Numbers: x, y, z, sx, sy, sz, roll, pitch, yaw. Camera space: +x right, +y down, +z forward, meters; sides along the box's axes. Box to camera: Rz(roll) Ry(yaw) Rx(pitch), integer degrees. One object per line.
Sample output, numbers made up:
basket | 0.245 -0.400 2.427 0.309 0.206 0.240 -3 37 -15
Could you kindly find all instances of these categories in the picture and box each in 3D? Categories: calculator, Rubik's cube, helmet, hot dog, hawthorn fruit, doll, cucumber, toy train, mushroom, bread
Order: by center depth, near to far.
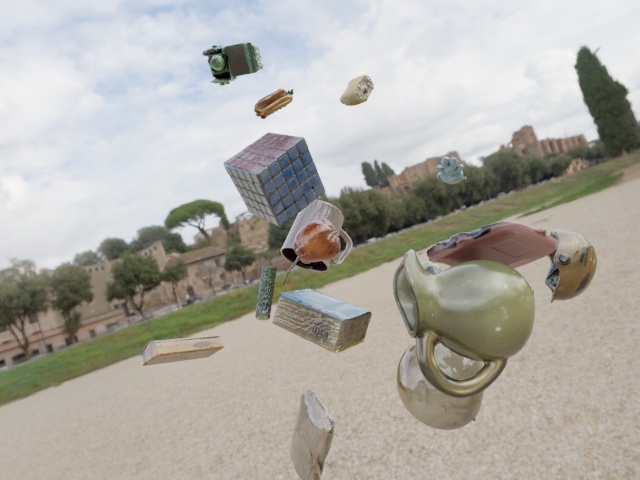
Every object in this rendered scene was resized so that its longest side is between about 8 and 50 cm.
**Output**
calculator | 0.441 0.027 1.192 0.219 0.048 0.329 21 -25 -20
helmet | 0.741 0.074 1.358 0.129 0.225 0.198 -2 -26 21
mushroom | 0.400 0.444 1.472 0.292 0.293 0.290 -21 -22 32
cucumber | -0.190 0.185 1.609 0.058 0.187 0.058 6 -17 2
Rubik's cube | -0.163 -0.226 1.659 0.237 0.237 0.238 -39 37 -22
hawthorn fruit | -0.053 0.045 1.677 0.285 0.165 0.165 -43 -13 22
hot dog | -0.172 -0.509 1.703 0.188 0.072 0.055 -39 -19 -31
bread | 0.145 -0.573 1.773 0.106 0.082 0.125 -9 48 54
doll | 0.518 -0.291 1.821 0.119 0.075 0.180 12 -24 24
doll | 0.424 0.184 1.964 0.234 0.135 0.143 -36 -20 5
toy train | -0.374 -0.773 2.000 0.237 0.167 0.299 -8 23 5

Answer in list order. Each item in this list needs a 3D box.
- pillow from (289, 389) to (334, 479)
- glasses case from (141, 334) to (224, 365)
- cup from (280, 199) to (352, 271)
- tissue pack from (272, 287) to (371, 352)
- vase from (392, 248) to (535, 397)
pillow | -0.025 0.521 1.177 0.067 0.271 0.173 0 23 -25
glasses case | -0.299 0.236 1.003 0.064 0.041 0.169 -35 -25 30
cup | 0.000 -0.008 2.036 0.288 0.273 0.208 18 -24 5
tissue pack | 0.002 0.163 0.952 0.169 0.082 0.120 17 10 32
vase | 0.323 0.198 1.082 0.301 0.330 0.241 8 -19 0
